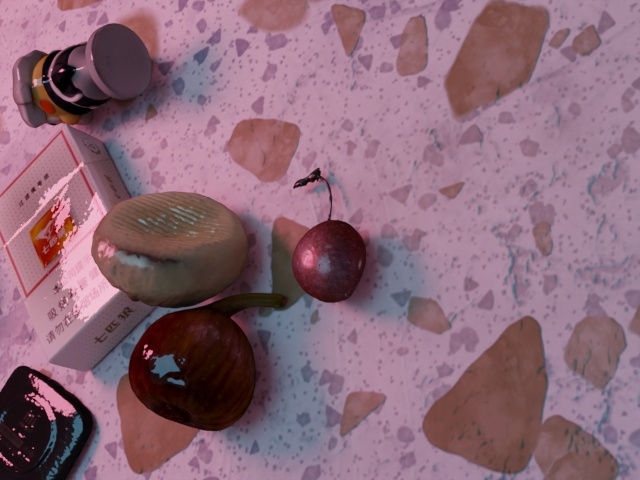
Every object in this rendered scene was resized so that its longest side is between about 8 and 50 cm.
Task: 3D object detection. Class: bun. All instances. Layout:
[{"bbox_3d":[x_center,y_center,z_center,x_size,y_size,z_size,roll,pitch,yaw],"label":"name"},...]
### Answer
[{"bbox_3d":[-0.211,0.025,1.753,0.222,0.222,0.128,36,134,37],"label":"bun"}]

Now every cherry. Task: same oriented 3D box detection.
[{"bbox_3d":[0.000,0.000,1.680,0.107,0.090,0.225,-55,33,26],"label":"cherry"}]

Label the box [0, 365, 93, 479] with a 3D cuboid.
[{"bbox_3d":[-0.453,0.308,1.922,0.212,0.042,0.201,32,93,37],"label":"box"}]

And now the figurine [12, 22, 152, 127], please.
[{"bbox_3d":[-0.378,-0.255,1.977,0.236,0.176,0.133,-14,85,39],"label":"figurine"}]

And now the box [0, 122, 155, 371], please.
[{"bbox_3d":[-0.379,0.009,1.934,0.210,0.095,0.330,-43,54,17],"label":"box"}]

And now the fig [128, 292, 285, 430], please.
[{"bbox_3d":[-0.161,0.148,1.704,0.175,0.175,0.207,0,61,36],"label":"fig"}]
